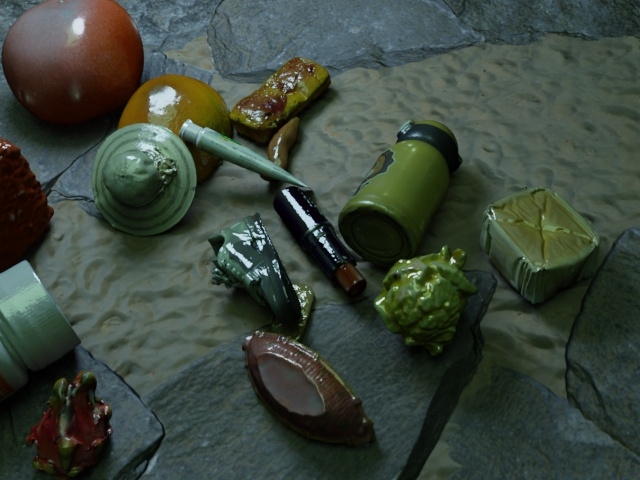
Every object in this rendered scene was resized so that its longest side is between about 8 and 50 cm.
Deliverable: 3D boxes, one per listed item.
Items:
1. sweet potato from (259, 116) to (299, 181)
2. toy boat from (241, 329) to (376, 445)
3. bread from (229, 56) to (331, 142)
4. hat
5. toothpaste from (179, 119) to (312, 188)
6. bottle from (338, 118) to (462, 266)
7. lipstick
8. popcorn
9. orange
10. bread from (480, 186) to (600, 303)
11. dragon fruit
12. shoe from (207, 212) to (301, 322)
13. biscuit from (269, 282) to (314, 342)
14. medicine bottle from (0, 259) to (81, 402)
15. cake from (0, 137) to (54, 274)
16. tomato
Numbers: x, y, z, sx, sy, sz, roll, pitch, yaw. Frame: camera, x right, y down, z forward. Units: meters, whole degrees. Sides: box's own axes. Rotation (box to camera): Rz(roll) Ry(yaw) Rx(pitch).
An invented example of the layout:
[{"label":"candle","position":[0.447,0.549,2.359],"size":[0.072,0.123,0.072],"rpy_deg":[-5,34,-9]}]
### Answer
[{"label":"sweet potato","position":[-0.093,-0.213,1.706],"size":[0.055,0.058,0.202],"rpy_deg":[34,56,-25]},{"label":"toy boat","position":[-0.039,0.262,1.324],"size":[0.317,0.099,0.141],"rpy_deg":[35,90,27]},{"label":"bread","position":[-0.093,-0.347,1.781],"size":[0.139,0.077,0.271],"rpy_deg":[28,58,30]},{"label":"hat","position":[-0.398,-0.134,1.556],"size":[0.251,0.110,0.252],"rpy_deg":[0,90,8]},{"label":"toothpaste","position":[-0.161,-0.178,1.609],"size":[0.314,0.056,0.058],"rpy_deg":[24,47,-3]},{"label":"bottle","position":[0.182,-0.119,1.541],"size":[0.171,0.172,0.351],"rpy_deg":[18,49,17]},{"label":"lipstick","position":[0.000,0.000,1.519],"size":[0.081,0.081,0.300],"rpy_deg":[-28,54,-16]},{"label":"popcorn","position":[0.198,0.101,1.370],"size":[0.167,0.186,0.187],"rpy_deg":[30,50,6]},{"label":"orange","position":[-0.348,-0.262,1.741],"size":[0.274,0.275,0.310],"rpy_deg":[16,25,16]},{"label":"bread","position":[0.435,0.007,1.462],"size":[0.192,0.110,0.210],"rpy_deg":[-24,55,-20]},{"label":"dragon fruit","position":[-0.433,0.319,1.286],"size":[0.133,0.208,0.150],"rpy_deg":[20,13,3]},{"label":"shoe","position":[-0.143,0.073,1.457],"size":[0.149,0.109,0.293],"rpy_deg":[-24,45,-1]},{"label":"biscuit","position":[-0.056,0.145,1.455],"size":[0.071,0.018,0.147],"rpy_deg":[9,53,10]},{"label":"medicine bottle","position":[-0.649,0.213,1.333],"size":[0.371,0.211,0.211],"rpy_deg":[-34,58,-19]},{"label":"cake","position":[-0.775,-0.074,1.520],"size":[0.319,0.270,0.270],"rpy_deg":[19,57,18]},{"label":"tomato","position":[-0.611,-0.460,1.794],"size":[0.341,0.273,0.342],"rpy_deg":[-2,54,3]}]
